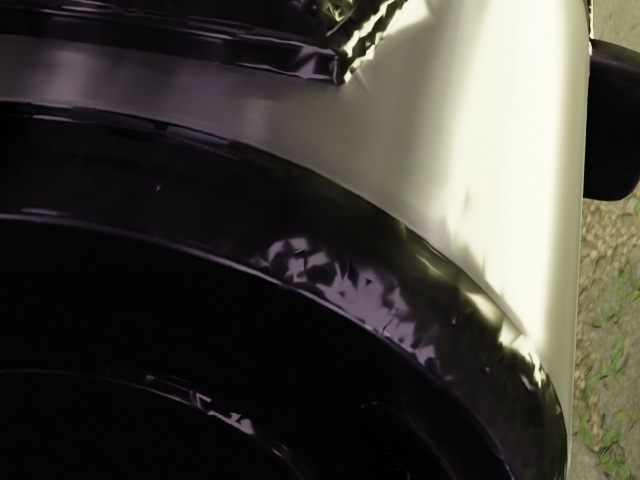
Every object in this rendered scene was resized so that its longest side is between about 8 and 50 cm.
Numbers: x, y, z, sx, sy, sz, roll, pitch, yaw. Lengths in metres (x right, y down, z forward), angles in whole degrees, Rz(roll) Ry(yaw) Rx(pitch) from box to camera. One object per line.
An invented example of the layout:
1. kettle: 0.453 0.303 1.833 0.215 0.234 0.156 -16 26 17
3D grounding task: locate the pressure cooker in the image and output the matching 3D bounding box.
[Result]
1. pressure cooker: -0.064 -0.045 0.775 0.370 0.375 0.420 45 39 -31
